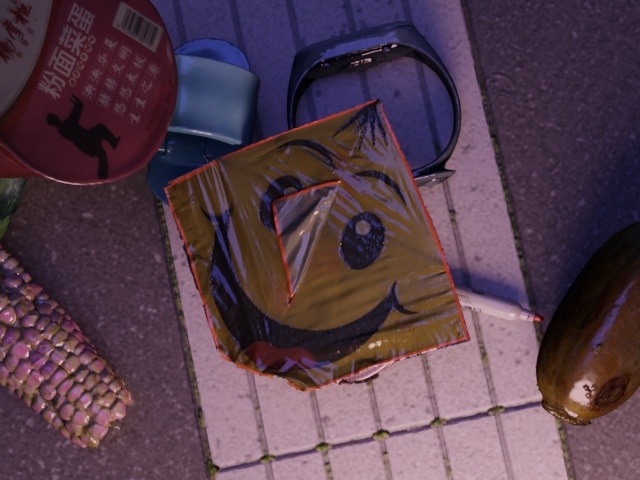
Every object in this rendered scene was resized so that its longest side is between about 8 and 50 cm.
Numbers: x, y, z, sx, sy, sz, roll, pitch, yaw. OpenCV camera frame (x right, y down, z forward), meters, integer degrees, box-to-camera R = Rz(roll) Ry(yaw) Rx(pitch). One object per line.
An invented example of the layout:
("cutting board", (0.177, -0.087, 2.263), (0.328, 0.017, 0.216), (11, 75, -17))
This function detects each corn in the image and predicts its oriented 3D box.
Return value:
("corn", (-0.349, 0.099, 1.845), (0.335, 0.126, 0.126), (40, 88, 8))

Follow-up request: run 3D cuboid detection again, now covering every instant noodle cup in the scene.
("instant noodle cup", (-0.290, -0.161, 1.671), (0.235, 0.178, 0.234), (5, 81, -36))

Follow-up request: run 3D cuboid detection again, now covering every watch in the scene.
("watch", (-0.164, -0.144, 1.816), (0.211, 0.193, 0.211), (-1, 81, 5))
("watch", (0.056, -0.144, 1.855), (0.206, 0.068, 0.193), (-14, 80, 3))

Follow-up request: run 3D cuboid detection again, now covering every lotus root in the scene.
("lotus root", (0.319, 0.088, 1.760), (0.123, 0.124, 0.241), (37, 86, -9))

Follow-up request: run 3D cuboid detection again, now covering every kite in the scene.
("kite", (0.001, 0.000, 1.726), (0.377, 0.013, 0.327), (23, 95, 16))

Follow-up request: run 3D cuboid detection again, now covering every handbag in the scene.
("handbag", (0.010, 0.072, 1.789), (0.205, 0.116, 0.179), (20, 94, 15))

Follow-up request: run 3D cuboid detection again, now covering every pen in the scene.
("pen", (0.147, 0.060, 1.836), (0.218, 0.026, 0.026), (16, 84, 8))

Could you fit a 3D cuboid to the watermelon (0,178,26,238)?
("watermelon", (-0.428, -0.124, 1.835), (0.201, 0.213, 0.261), (-3, 82, 7))
